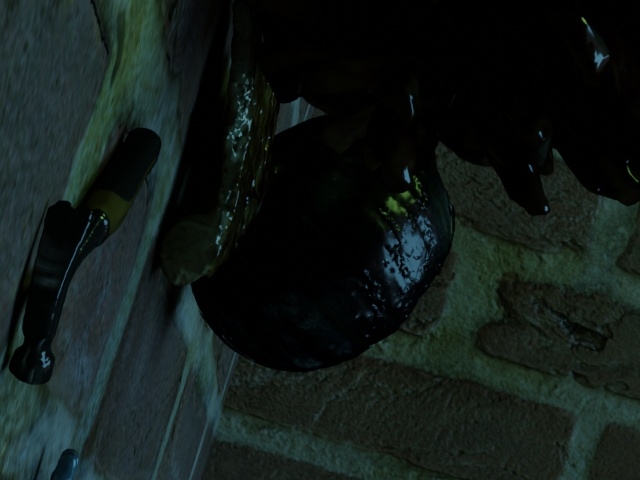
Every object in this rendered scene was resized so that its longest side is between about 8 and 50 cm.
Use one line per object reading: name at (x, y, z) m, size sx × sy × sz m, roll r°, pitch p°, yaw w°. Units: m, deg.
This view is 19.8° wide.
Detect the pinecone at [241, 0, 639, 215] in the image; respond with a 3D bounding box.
pinecone at (0.127, -0.183, 1.136) m, size 0.398 × 0.398 × 0.397 m, roll 16°, pitch 90°, yaw -89°

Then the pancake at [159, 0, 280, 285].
pancake at (-0.068, -0.091, 1.328) m, size 0.266 × 0.057 × 0.244 m, roll -79°, pitch 174°, yaw -49°

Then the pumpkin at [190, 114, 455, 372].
pumpkin at (0.000, 0.000, 1.504) m, size 0.233 × 0.163 × 0.233 m, roll -34°, pitch -160°, yaw 15°

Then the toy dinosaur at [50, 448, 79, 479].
toy dinosaur at (-0.151, 0.192, 0.945) m, size 0.080 × 0.045 × 0.197 m, roll 124°, pitch -18°, yaw -57°

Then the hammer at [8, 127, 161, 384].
hammer at (-0.105, -0.012, 0.864) m, size 0.201 × 0.021 × 0.078 m, roll -72°, pitch 178°, yaw -64°
